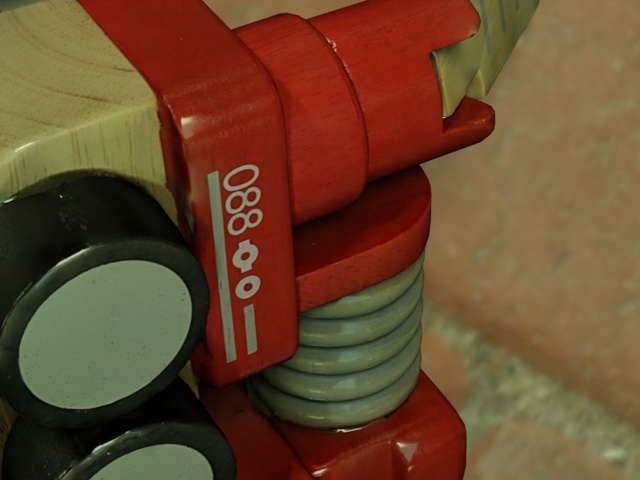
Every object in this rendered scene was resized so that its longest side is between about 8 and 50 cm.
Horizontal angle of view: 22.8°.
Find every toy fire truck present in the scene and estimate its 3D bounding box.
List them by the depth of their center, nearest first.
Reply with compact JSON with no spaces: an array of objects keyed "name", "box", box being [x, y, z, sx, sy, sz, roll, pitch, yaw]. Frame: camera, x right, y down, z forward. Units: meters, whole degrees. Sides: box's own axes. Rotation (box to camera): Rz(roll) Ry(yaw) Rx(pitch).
[{"name":"toy fire truck","box":[0.000,0.000,0.493,0.246,0.158,0.217,-21,133,-20]}]

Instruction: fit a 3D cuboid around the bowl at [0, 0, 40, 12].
[{"name":"bowl","box":[-0.109,-0.195,0.396,0.297,0.134,0.298,-3,101,-18]}]
